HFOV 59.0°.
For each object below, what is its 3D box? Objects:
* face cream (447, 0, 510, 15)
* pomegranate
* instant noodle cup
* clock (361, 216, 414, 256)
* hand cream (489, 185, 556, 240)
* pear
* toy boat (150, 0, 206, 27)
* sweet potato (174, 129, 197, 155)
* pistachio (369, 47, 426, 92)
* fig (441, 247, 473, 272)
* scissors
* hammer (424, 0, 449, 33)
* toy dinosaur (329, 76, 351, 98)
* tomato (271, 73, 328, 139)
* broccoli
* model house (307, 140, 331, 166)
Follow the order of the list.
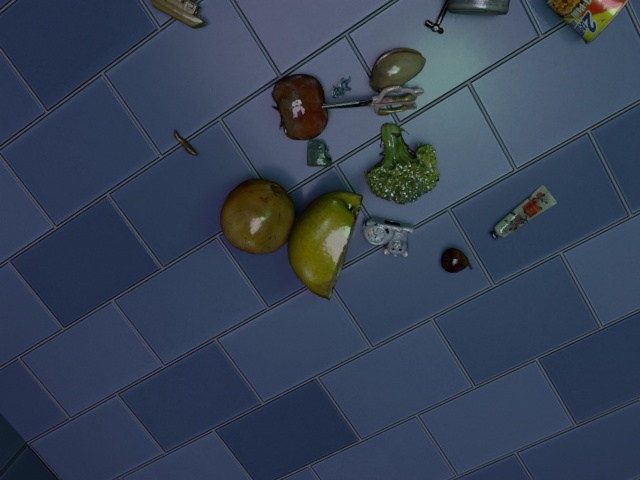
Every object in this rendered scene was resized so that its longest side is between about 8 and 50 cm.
[{"bbox_3d":[0.462,-0.732,1.626,0.177,0.177,0.153,7,109,3],"label":"face cream"},{"bbox_3d":[-0.207,-0.070,1.867,0.264,0.264,0.264,2,108,5],"label":"pomegranate"},{"bbox_3d":[0.763,-0.697,1.607,0.174,0.213,0.213,36,108,2],"label":"instant noodle cup"},{"bbox_3d":[0.225,-0.008,1.940,0.176,0.080,0.117,12,110,-1],"label":"clock"},{"bbox_3d":[0.674,-0.084,1.896,0.234,0.050,0.080,-39,97,9],"label":"hand cream"},{"bbox_3d":[0.000,0.000,1.838,0.191,0.340,0.386,21,131,5],"label":"pear"},{"bbox_3d":[-0.450,-0.736,1.773,0.200,0.057,0.077,27,104,-3],"label":"toy boat"},{"bbox_3d":[-0.463,-0.328,1.926,0.026,0.026,0.115,-43,95,16],"label":"sweet potato"},{"bbox_3d":[0.234,-0.528,1.749,0.185,0.124,0.124,-18,106,6],"label":"pistachio"},{"bbox_3d":[0.482,0.073,1.950,0.125,0.089,0.089,8,110,-20],"label":"fig"},{"bbox_3d":[0.158,-0.431,1.763,0.318,0.160,0.024,-6,71,-8],"label":"scissors"},{"bbox_3d":[0.382,-0.723,1.719,0.065,0.021,0.178,25,108,-2],"label":"hammer"},{"bbox_3d":[0.067,-0.492,1.819,0.083,0.030,0.047,-31,105,14],"label":"toy dinosaur"},{"bbox_3d":[-0.067,-0.419,1.796,0.181,0.155,0.214,-18,105,7],"label":"tomato"},{"bbox_3d":[0.257,-0.236,1.808,0.242,0.180,0.273,-13,106,10],"label":"broccoli"},{"bbox_3d":[-0.004,-0.288,1.886,0.079,0.066,0.083,1,91,16],"label":"model house"}]
